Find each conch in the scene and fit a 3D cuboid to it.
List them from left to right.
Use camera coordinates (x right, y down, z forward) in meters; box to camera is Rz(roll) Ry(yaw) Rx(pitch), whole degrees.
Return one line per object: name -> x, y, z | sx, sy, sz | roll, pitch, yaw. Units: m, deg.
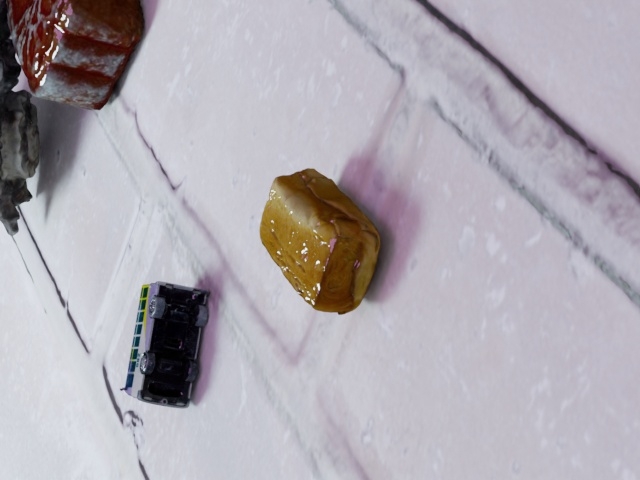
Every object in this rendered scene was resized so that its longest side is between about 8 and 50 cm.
conch -> -0.370, -0.116, 2.102 | 0.313, 0.186, 0.241 | -17, 92, 66

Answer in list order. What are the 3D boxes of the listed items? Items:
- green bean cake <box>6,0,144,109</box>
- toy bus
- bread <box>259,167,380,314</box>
green bean cake -> -0.243, -0.261, 1.973 | 0.198, 0.097, 0.233 | -59, 32, 36
toy bus -> -0.132, 0.089, 1.670 | 0.058, 0.052, 0.102 | -7, 72, 65
bread -> 0.000, 0.000, 1.435 | 0.132, 0.053, 0.074 | -134, 54, -59
